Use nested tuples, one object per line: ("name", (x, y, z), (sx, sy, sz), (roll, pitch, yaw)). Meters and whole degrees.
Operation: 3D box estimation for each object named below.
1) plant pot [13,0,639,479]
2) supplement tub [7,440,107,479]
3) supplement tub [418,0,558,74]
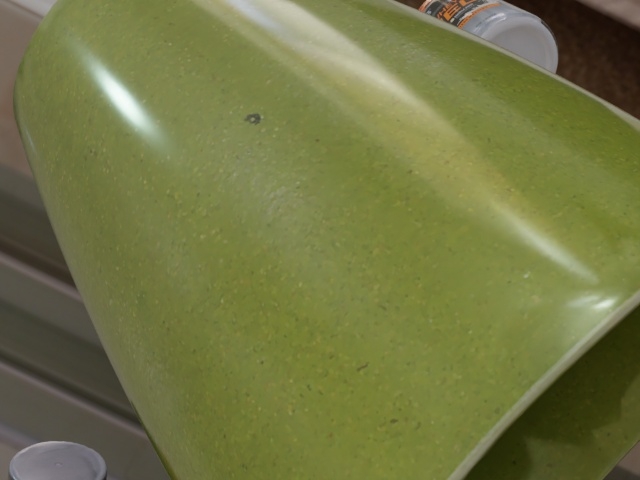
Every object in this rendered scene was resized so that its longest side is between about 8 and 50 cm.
("plant pot", (0.000, 0.000, 0.591), (0.275, 0.293, 0.274), (-38, -24, -20))
("supplement tub", (-0.200, 0.250, 0.973), (0.106, 0.106, 0.197), (-67, -14, -67))
("supplement tub", (0.181, -0.223, 1.505), (0.117, 0.117, 0.190), (-63, 26, 11))
